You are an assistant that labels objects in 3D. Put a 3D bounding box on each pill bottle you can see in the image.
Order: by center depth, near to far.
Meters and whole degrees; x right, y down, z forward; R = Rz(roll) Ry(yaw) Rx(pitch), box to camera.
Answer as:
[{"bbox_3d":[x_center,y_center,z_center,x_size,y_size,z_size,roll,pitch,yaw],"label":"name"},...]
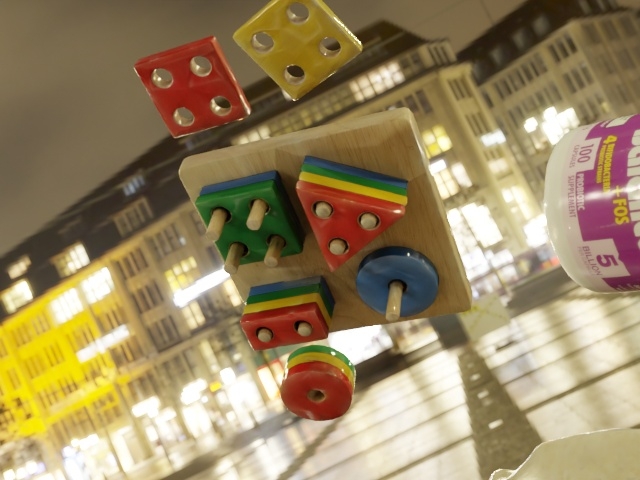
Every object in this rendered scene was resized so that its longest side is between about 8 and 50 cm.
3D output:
[{"bbox_3d":[0.367,-0.046,0.879,0.302,0.169,0.169,-9,7,44],"label":"pill bottle"}]

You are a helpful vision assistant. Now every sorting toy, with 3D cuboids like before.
[{"bbox_3d":[0.000,0.000,0.538,0.132,0.274,0.046,-11,35,18],"label":"sorting toy"}]

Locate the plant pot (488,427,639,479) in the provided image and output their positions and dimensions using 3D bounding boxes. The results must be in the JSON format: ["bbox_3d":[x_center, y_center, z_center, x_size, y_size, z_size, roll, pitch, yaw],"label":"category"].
[{"bbox_3d":[0.172,0.251,0.396,0.334,0.305,0.334,7,-27,4],"label":"plant pot"}]
